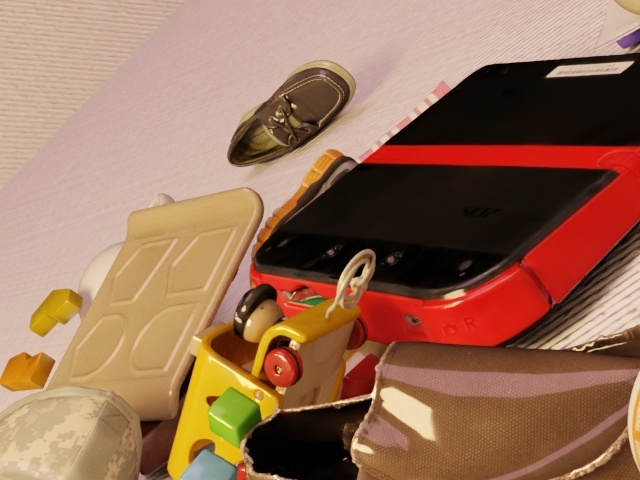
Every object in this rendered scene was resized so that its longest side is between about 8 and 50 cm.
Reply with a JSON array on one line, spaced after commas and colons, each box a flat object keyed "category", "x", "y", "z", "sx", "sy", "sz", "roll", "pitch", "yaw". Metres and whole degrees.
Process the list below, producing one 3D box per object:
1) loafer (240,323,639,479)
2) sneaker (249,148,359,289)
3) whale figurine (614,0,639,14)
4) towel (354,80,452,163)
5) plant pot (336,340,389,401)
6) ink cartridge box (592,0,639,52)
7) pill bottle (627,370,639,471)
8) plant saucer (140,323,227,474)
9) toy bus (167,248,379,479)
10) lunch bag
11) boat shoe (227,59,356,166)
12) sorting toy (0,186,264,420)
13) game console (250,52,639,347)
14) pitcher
[{"category": "loafer", "x": 0.079, "y": 0.124, "z": 0.938, "sx": 0.366, "sy": 0.130, "sz": 0.134, "roll": -27, "pitch": 23, "yaw": 38}, {"category": "sneaker", "x": 0.000, "y": 0.000, "z": 1.481, "sx": 0.083, "sy": 0.084, "sz": 0.215, "roll": 19, "pitch": 56, "yaw": 18}, {"category": "whale figurine", "x": 0.317, "y": -0.312, "z": 1.312, "sx": 0.272, "sy": 0.141, "sz": 0.216, "roll": -53, "pitch": 22, "yaw": -25}, {"category": "towel", "x": 0.071, "y": -0.085, "z": 1.618, "sx": 0.197, "sy": 0.029, "sz": 0.144, "roll": -41, "pitch": 17, "yaw": 3}, {"category": "plant pot", "x": 0.008, "y": 0.087, "z": 1.339, "sx": 0.236, "sy": 0.032, "sz": 0.236, "roll": -36, "pitch": 19, "yaw": 14}, {"category": "ink cartridge box", "x": 0.349, "y": -0.252, "z": 1.404, "sx": 0.206, "sy": 0.045, "sz": 0.208, "roll": -28, "pitch": 24, "yaw": 36}, {"category": "pill bottle", "x": 0.226, "y": 0.107, "z": 0.686, "sx": 0.121, "sy": 0.121, "sz": 0.216, "roll": -41, "pitch": 17, "yaw": 1}, {"category": "plant saucer", "x": -0.123, "y": 0.138, "z": 1.445, "sx": 0.168, "sy": 0.029, "sz": 0.168, "roll": -47, "pitch": 13, "yaw": 14}, {"category": "toy bus", "x": -0.044, "y": 0.099, "z": 1.146, "sx": 0.202, "sy": 0.104, "sz": 0.191, "roll": -54, "pitch": -24, "yaw": -16}, {"category": "lunch bag", "x": -0.268, "y": 0.264, "z": 1.275, "sx": 0.287, "sy": 0.169, "sz": 0.235, "roll": -33, "pitch": 19, "yaw": 37}, {"category": "boat shoe", "x": -0.039, "y": -0.144, "z": 1.921, "sx": 0.223, "sy": 0.080, "sz": 0.073, "roll": -28, "pitch": 27, "yaw": 50}, {"category": "sorting toy", "x": -0.184, "y": 0.072, "z": 1.506, "sx": 0.307, "sy": 0.041, "sz": 0.229, "roll": -10, "pitch": 51, "yaw": 48}, {"category": "game console", "x": 0.138, "y": -0.042, "z": 1.287, "sx": 0.342, "sy": 0.060, "sz": 0.386, "roll": -39, "pitch": 20, "yaw": -21}, {"category": "pitcher", "x": -0.191, "y": 0.035, "z": 1.692, "sx": 0.207, "sy": 0.125, "sz": 0.178, "roll": -162, "pitch": 93, "yaw": -76}]
